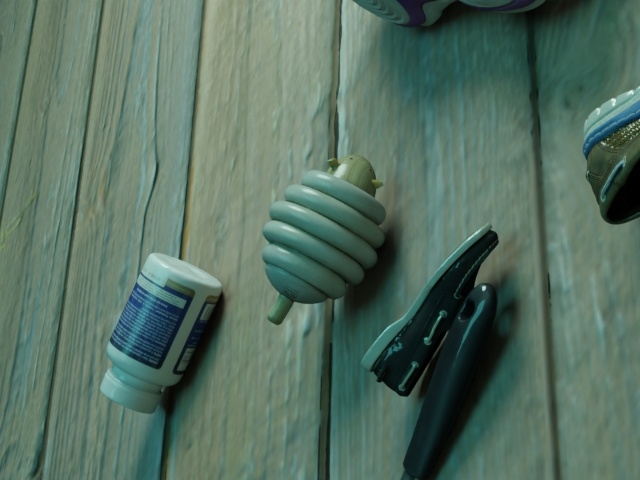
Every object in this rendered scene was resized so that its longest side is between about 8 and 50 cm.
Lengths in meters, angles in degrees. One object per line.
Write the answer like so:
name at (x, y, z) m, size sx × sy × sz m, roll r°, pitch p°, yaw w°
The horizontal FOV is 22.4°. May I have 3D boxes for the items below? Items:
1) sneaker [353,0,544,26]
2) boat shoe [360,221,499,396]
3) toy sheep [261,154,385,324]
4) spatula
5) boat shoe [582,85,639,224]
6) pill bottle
sneaker at (0.092, -0.231, 1.121) m, size 0.152 × 0.114 × 0.305 m, roll -58°, pitch 30°, yaw -11°
boat shoe at (0.075, 0.044, 0.998) m, size 0.125 × 0.038 × 0.046 m, roll -52°, pitch -11°, yaw 18°
toy sheep at (0.000, 0.000, 1.114) m, size 0.091 × 0.091 × 0.132 m, roll 10°, pitch 74°, yaw 62°
spatula at (0.040, 0.159, 0.984) m, size 0.296 × 0.030 × 0.084 m, roll -64°, pitch 26°, yaw 9°
boat shoe at (0.203, -0.059, 0.826) m, size 0.183 × 0.066 × 0.066 m, roll 139°, pitch 139°, yaw -57°
pill bottle at (-0.133, 0.076, 1.311) m, size 0.120 × 0.067 × 0.067 m, roll -65°, pitch 28°, yaw 5°
